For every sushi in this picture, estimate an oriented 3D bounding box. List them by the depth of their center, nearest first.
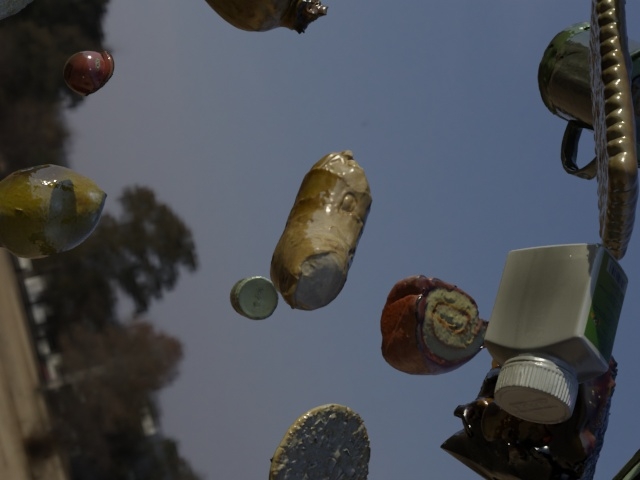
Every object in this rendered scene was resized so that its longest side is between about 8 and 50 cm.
[{"bbox_3d":[0.319,0.234,1.983,0.215,0.227,0.212,34,-20,17],"label":"sushi"}]

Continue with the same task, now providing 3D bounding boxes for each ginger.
[{"bbox_3d":[0.000,-0.002,1.247,0.095,0.069,0.190,105,4,-48],"label":"ginger"}]

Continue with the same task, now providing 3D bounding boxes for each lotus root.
[{"bbox_3d":[-0.107,-0.399,2.083,0.257,0.154,0.140,45,-36,-7],"label":"lotus root"}]

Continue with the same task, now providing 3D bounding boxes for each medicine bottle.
[{"bbox_3d":[-0.071,0.061,1.513,0.083,0.047,0.047,168,-93,-81],"label":"medicine bottle"},{"bbox_3d":[0.259,0.103,1.590,0.088,0.132,0.188,47,52,-40],"label":"medicine bottle"}]

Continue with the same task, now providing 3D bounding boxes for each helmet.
[{"bbox_3d":[-0.346,-0.251,2.071,0.084,0.049,0.065,-27,-122,36],"label":"helmet"}]

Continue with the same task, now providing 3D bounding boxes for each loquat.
[{"bbox_3d":[-0.422,-0.046,2.170,0.152,0.195,0.152,57,-17,29],"label":"loquat"}]

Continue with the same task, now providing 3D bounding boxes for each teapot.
[{"bbox_3d":[0.489,-0.233,2.404,0.270,0.200,0.337,-66,-162,11],"label":"teapot"}]

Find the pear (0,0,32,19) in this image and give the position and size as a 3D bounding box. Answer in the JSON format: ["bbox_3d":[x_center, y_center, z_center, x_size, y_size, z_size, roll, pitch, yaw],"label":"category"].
[{"bbox_3d":[-0.335,-0.392,1.376,0.191,0.340,0.386,36,14,10],"label":"pear"}]

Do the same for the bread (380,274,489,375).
[{"bbox_3d":[0.229,0.182,2.867,0.123,0.244,0.190,-2,-107,47],"label":"bread"}]

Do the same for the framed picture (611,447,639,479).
[{"bbox_3d":[0.342,0.398,1.786,0.293,0.018,0.231,-59,-177,37],"label":"framed picture"}]

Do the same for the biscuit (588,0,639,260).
[{"bbox_3d":[0.347,-0.158,1.678,0.217,0.044,0.325,72,18,-59],"label":"biscuit"}]

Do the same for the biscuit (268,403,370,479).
[{"bbox_3d":[0.000,0.251,1.558,0.020,0.152,0.152,12,-60,46],"label":"biscuit"}]
